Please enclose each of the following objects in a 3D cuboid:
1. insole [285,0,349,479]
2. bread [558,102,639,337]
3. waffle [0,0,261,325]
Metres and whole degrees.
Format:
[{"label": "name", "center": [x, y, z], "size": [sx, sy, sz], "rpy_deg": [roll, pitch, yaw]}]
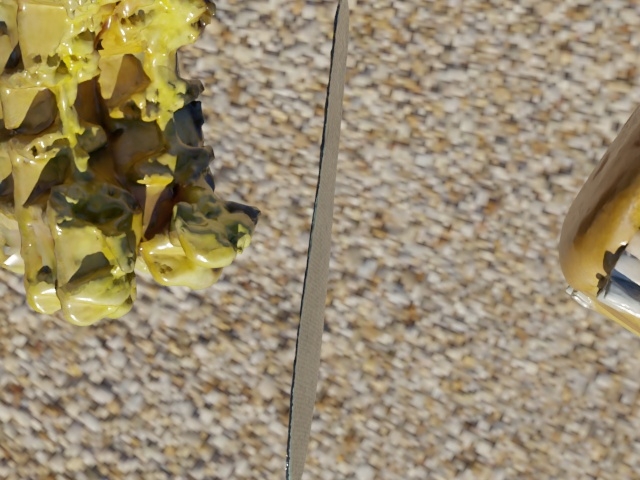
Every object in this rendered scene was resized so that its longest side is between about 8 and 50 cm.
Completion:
[{"label": "insole", "center": [0.001, 0.000, 0.731], "size": [0.003, 0.080, 0.232], "rpy_deg": [5, 82, 8]}, {"label": "bread", "center": [0.220, -0.057, 0.821], "size": [0.107, 0.136, 0.241], "rpy_deg": [36, 89, -1]}, {"label": "waffle", "center": [-0.146, -0.121, 1.026], "size": [0.151, 0.261, 0.324], "rpy_deg": [-14, 127, -36]}]
